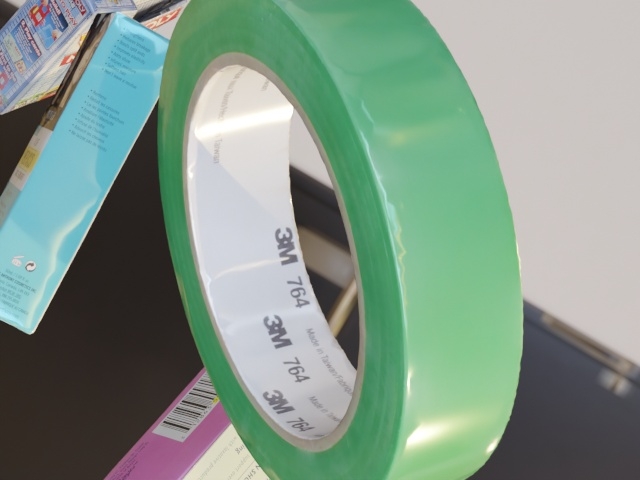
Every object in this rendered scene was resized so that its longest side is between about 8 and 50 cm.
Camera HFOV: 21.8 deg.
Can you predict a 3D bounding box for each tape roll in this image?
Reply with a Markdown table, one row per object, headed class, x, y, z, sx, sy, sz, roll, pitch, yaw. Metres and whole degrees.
| class | x | y | z | sx | sy | sz | roll | pitch | yaw |
| --- | --- | --- | --- | --- | --- | --- | --- | --- | --- |
| tape roll | 0.000 | 0.000 | 0.986 | 0.077 | 0.321 | 0.321 | -13 | 148 | -25 |

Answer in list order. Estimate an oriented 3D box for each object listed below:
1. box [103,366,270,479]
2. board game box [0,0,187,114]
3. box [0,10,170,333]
| class | x | y | z | sx | sy | sz | roll | pitch | yaw |
| --- | --- | --- | --- | --- | --- | --- | --- | --- | --- |
| box | -0.055 | 0.254 | 1.393 | 0.213 | 0.243 | 0.117 | -49 | -156 | -19 |
| board game box | -0.195 | -0.203 | 1.482 | 0.194 | 0.060 | 0.194 | -26 | 175 | -27 |
| box | -0.195 | -0.055 | 1.273 | 0.244 | 0.060 | 0.100 | -63 | -163 | -2 |
